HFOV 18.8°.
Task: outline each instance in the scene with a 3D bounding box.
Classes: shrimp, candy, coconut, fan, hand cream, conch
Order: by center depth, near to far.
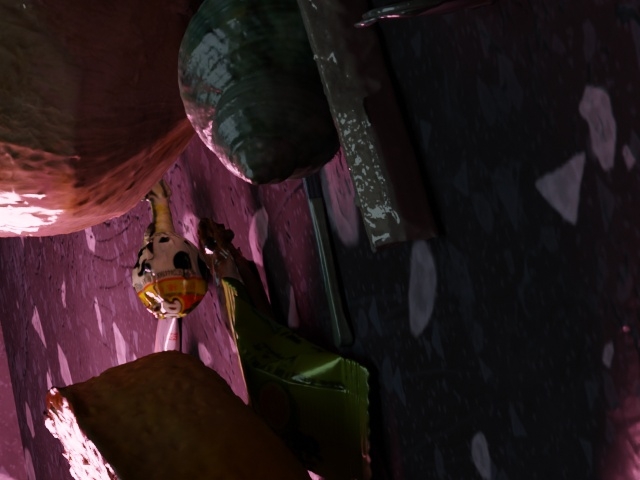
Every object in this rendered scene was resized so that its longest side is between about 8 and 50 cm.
[{"bbox_3d":[-0.045,-0.133,1.604,0.176,0.122,0.188,-35,68,44],"label":"conch"},{"bbox_3d":[0.000,0.000,1.703,0.038,0.016,0.193,160,99,-74],"label":"fan"},{"bbox_3d":[-0.025,0.136,1.744,0.246,0.069,0.149,26,130,50],"label":"candy"},{"bbox_3d":[-0.266,-0.191,1.918,0.404,0.404,0.405,170,90,-73],"label":"coconut"},{"bbox_3d":[-0.074,0.094,1.930,0.143,0.052,0.251,113,142,-65],"label":"shrimp"},{"bbox_3d":[-0.179,-0.059,2.164,0.091,0.083,0.305,122,142,-67],"label":"candy"},{"bbox_3d":[-0.191,0.147,2.363,0.052,0.038,0.216,35,132,32],"label":"hand cream"}]

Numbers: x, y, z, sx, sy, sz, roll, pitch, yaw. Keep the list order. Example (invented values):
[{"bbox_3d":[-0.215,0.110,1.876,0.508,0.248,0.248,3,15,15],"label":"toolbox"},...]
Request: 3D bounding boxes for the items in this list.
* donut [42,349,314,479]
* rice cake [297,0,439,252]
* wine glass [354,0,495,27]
[{"bbox_3d":[-0.092,0.264,1.758,0.378,0.163,0.435,61,166,-7],"label":"donut"},{"bbox_3d":[0.032,-0.108,1.488,0.057,0.052,0.256,-32,66,40],"label":"rice cake"},{"bbox_3d":[0.054,-0.253,1.247,0.103,0.103,0.222,174,86,-72],"label":"wine glass"}]
